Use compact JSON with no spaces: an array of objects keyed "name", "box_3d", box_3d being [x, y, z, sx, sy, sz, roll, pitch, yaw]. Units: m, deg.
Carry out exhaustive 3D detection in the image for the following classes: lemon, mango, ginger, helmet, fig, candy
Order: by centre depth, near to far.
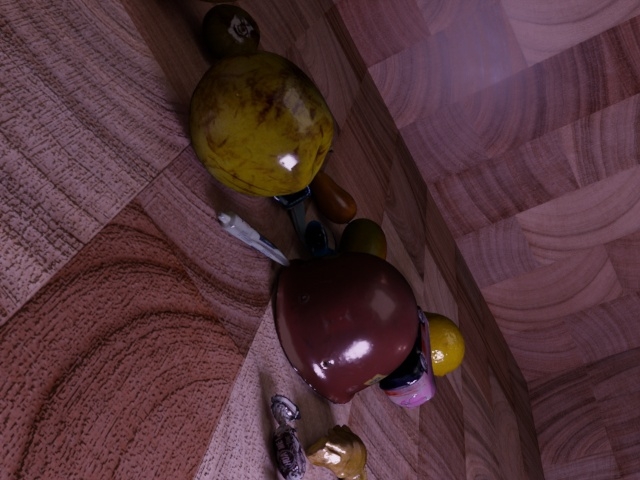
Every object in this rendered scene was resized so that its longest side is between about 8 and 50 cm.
[{"name":"candy","box_3d":[-0.051,0.368,1.122,0.094,0.051,0.226,56,21,-56]},{"name":"ginger","box_3d":[0.045,0.401,1.280,0.115,0.081,0.205,-61,142,-26]},{"name":"helmet","box_3d":[0.087,0.157,1.450,0.385,0.230,0.337,12,57,-68]},{"name":"fig","box_3d":[-0.204,-0.473,1.552,0.136,0.121,0.153,69,19,-8]},{"name":"mango","box_3d":[0.105,0.048,1.764,0.289,0.129,0.146,-72,174,-48]},{"name":"mango","box_3d":[0.026,-0.108,1.803,0.159,0.084,0.105,43,22,-2]},{"name":"lemon","box_3d":[0.333,0.302,1.996,0.178,0.178,0.203,32,40,-58]}]

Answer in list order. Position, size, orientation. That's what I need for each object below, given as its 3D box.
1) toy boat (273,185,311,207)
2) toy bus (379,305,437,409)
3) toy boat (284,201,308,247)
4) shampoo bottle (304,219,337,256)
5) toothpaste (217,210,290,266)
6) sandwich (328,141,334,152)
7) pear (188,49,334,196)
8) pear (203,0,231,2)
[{"name":"toy boat","box_3d":[-0.128,-0.204,1.497,0.299,0.096,0.062,53,13,-27]},{"name":"toy bus","box_3d":[0.228,0.303,1.793,0.147,0.127,0.303,59,21,-30]},{"name":"toy boat","box_3d":[-0.049,-0.043,1.620,0.096,0.034,0.122,-34,109,-64]},{"name":"shampoo bottle","box_3d":[0.000,0.000,1.606,0.183,0.050,0.087,25,54,-77]},{"name":"toothpaste","box_3d":[-0.133,-0.006,1.336,0.060,0.038,0.233,47,5,35]},{"name":"sandwich","box_3d":[-0.086,-0.256,1.562,0.198,0.155,0.227,68,20,5]},{"name":"pear","box_3d":[-0.109,-0.218,1.282,0.283,0.283,0.283,52,24,-35]},{"name":"pear","box_3d":[-0.222,-0.675,1.418,0.348,0.348,0.348,52,24,-35]}]
